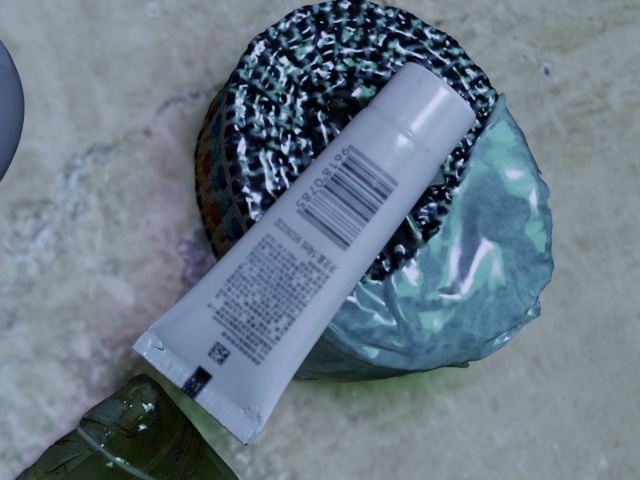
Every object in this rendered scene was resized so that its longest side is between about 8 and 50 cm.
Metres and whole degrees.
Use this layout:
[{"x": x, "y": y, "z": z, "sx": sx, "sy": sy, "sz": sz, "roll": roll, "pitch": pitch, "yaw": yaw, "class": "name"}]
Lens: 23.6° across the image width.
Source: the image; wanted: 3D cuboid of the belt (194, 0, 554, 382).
[{"x": 0.034, "y": -0.027, "z": 1.024, "sx": 0.207, "sy": 0.150, "sz": 0.257, "roll": -28, "pitch": 88, "yaw": -15, "class": "belt"}]

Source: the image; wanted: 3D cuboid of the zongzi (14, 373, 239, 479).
[{"x": -0.116, "y": 0.176, "z": 0.969, "sx": 0.130, "sy": 0.062, "sz": 0.154, "roll": -41, "pitch": 115, "yaw": -9, "class": "zongzi"}]

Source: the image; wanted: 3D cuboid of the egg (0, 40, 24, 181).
[{"x": -0.274, "y": -0.061, "z": 0.856, "sx": 0.232, "sy": 0.176, "sz": 0.176, "roll": -18, "pitch": 87, "yaw": -32, "class": "egg"}]

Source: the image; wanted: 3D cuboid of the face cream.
[{"x": 0.000, "y": 0.000, "z": 0.913, "sx": 0.092, "sy": 0.058, "sz": 0.244, "roll": 40, "pitch": 87, "yaw": 6, "class": "face cream"}]
